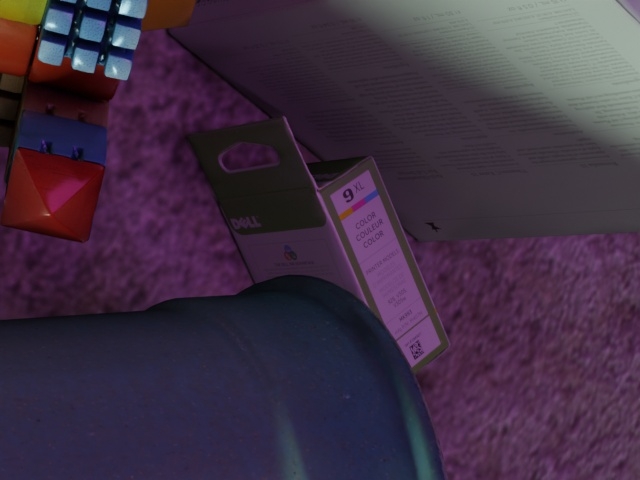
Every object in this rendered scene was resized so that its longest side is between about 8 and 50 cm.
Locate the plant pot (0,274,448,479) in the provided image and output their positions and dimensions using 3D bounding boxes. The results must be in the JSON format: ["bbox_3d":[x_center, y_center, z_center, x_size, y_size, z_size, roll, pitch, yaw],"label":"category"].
[{"bbox_3d":[-0.157,0.183,1.022,0.334,0.341,0.341,3,85,-33],"label":"plant pot"}]

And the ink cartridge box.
[{"bbox_3d":[0.000,0.000,1.292,0.062,0.109,0.209,-37,110,-37],"label":"ink cartridge box"}]

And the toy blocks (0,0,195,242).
[{"bbox_3d":[-0.137,-0.181,1.000,0.191,0.261,0.381,12,115,-12],"label":"toy blocks"}]

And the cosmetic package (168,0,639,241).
[{"bbox_3d":[0.122,-0.113,1.227,0.284,0.377,0.097,41,63,-32],"label":"cosmetic package"}]
